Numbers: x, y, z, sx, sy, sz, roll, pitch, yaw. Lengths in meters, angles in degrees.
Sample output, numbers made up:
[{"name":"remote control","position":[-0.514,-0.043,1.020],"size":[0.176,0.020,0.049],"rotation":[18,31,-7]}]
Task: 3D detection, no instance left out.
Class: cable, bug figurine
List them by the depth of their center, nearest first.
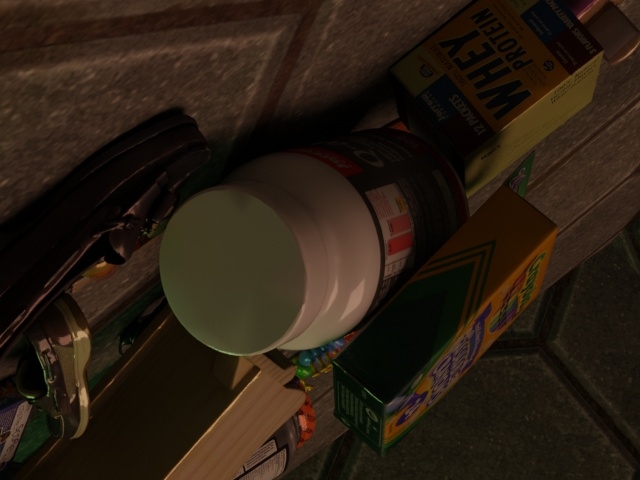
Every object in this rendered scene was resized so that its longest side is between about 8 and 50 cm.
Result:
[{"name":"cable","position":[-0.161,0.082,1.944],"size":[0.184,0.047,0.150],"rotation":[-17,150,-50]},{"name":"bug figurine","position":[-0.014,0.203,2.692],"size":[0.216,0.072,0.279],"rotation":[-35,173,10]}]

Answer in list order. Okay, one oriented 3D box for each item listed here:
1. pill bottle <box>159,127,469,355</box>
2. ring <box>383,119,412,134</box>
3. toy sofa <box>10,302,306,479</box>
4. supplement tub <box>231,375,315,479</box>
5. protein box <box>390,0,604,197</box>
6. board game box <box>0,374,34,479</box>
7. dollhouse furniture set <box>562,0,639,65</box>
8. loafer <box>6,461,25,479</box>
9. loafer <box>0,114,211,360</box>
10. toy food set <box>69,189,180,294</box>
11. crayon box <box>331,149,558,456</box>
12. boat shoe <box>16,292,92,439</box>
[{"name":"pill bottle","position":[0.000,0.000,1.697],"size":[0.210,0.210,0.363],"rotation":[-46,168,27]},{"name":"ring","position":[0.037,-0.047,2.065],"size":[0.336,0.032,0.336],"rotation":[-37,168,-9]},{"name":"toy sofa","position":[-0.200,0.234,1.838],"size":[0.362,0.150,0.177],"rotation":[-49,149,-1]},{"name":"supplement tub","position":[-0.170,0.306,2.332],"size":[0.316,0.193,0.193],"rotation":[-31,165,-36]},{"name":"protein box","position":[0.202,-0.179,1.831],"size":[0.200,0.136,0.201],"rotation":[-38,168,-2]},{"name":"board game box","position":[-0.396,0.248,1.764],"size":[0.136,0.035,0.201],"rotation":[-24,148,-49]},{"name":"dollhouse furniture set","position":[0.376,-0.307,1.740],"size":[0.286,0.198,0.303],"rotation":[-43,166,17]},{"name":"loafer","position":[-0.467,0.328,1.881],"size":[0.267,0.084,0.096],"rotation":[-29,122,-42]},{"name":"loafer","position":[-0.211,0.008,1.404],"size":[0.302,0.095,0.109],"rotation":[-36,164,-14]},{"name":"toy food set","position":[-0.188,-0.002,1.570],"size":[0.132,0.038,0.192],"rotation":[-34,166,-22]},{"name":"crayon box","position":[0.150,0.073,1.732],"size":[0.323,0.083,0.203],"rotation":[-46,163,-16]},{"name":"boat shoe","position":[-0.289,0.142,1.687],"size":[0.073,0.080,0.223],"rotation":[-18,147,-24]}]
